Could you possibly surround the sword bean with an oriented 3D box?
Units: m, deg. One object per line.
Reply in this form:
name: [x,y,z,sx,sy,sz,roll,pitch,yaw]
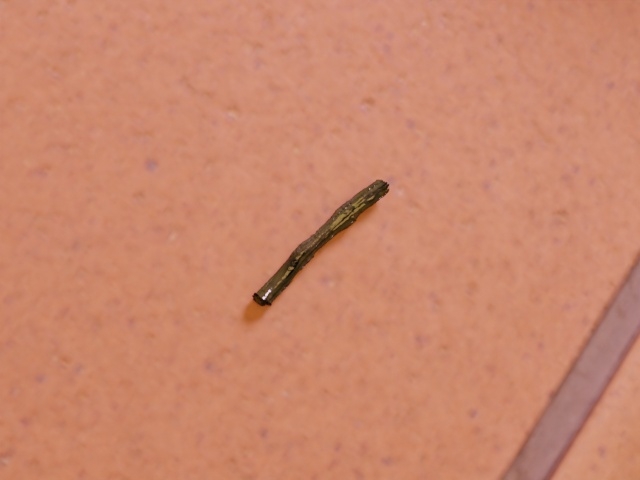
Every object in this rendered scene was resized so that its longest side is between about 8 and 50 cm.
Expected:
sword bean: [0.000,0.000,0.818,0.083,0.012,0.012,-44,96,-9]
